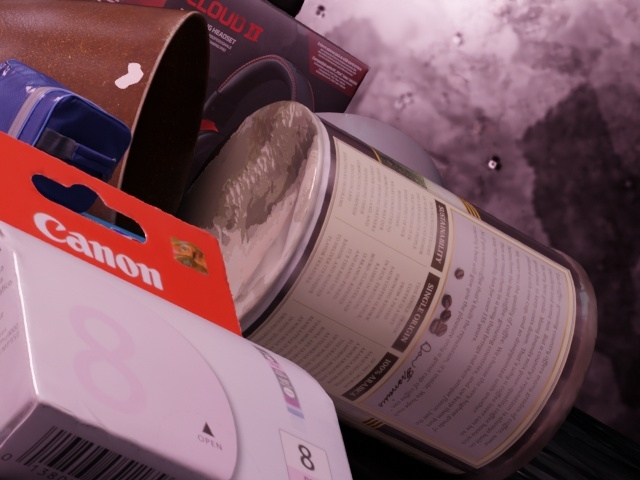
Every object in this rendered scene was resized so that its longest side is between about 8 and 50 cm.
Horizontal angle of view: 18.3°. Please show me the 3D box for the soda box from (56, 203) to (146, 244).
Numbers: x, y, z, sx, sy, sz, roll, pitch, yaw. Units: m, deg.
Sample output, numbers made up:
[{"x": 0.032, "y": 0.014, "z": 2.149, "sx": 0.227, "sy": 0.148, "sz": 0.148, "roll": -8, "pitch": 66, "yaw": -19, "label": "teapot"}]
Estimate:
[{"x": -0.156, "y": 0.019, "z": 1.261, "sx": 0.071, "sy": 0.067, "sz": 0.210, "roll": 32, "pitch": 4, "yaw": 34, "label": "soda box"}]

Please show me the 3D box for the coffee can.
[{"x": 0.043, "y": 0.044, "z": 1.506, "sx": 0.275, "sy": 0.201, "sz": 0.201, "roll": 28, "pitch": 3, "yaw": -28, "label": "coffee can"}]

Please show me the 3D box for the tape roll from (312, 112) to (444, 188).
[{"x": 0.000, "y": 0.000, "z": 1.648, "sx": 0.219, "sy": 0.219, "sz": 0.072, "roll": 29, "pitch": 35, "yaw": -29, "label": "tape roll"}]

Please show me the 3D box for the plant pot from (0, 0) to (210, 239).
[{"x": -0.222, "y": -0.088, "z": 1.433, "sx": 0.230, "sy": 0.215, "sz": 0.215, "roll": 15, "pitch": 1, "yaw": 7, "label": "plant pot"}]

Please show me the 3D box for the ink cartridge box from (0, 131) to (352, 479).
[{"x": -0.081, "y": 0.033, "z": 0.911, "sx": 0.189, "sy": 0.066, "sz": 0.232, "roll": 28, "pitch": 36, "yaw": -36, "label": "ink cartridge box"}]

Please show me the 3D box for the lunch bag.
[{"x": -0.161, "y": -0.059, "z": 1.202, "sx": 0.065, "sy": 0.067, "sz": 0.098, "roll": 32, "pitch": 2, "yaw": 30, "label": "lunch bag"}]

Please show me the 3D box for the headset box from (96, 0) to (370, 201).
[{"x": -0.113, "y": -0.109, "z": 1.709, "sx": 0.218, "sy": 0.293, "sz": 0.110, "roll": 29, "pitch": 3, "yaw": -38, "label": "headset box"}]
